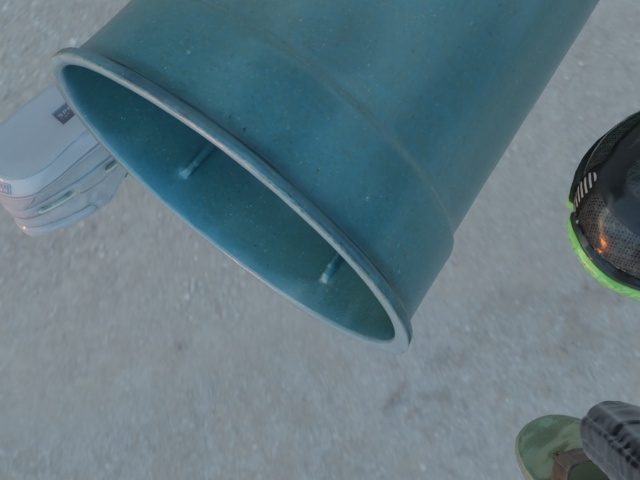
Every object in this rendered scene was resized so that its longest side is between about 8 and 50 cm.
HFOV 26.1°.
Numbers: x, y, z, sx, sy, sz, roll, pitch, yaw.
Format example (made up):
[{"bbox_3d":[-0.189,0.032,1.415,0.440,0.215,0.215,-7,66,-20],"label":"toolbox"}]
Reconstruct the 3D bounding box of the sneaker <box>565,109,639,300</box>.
[{"bbox_3d":[0.386,-0.081,0.856,0.482,0.185,0.202,-13,151,10],"label":"sneaker"}]

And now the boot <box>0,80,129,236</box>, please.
[{"bbox_3d":[-0.196,-0.111,1.284,0.258,0.123,0.095,-38,68,-15],"label":"boot"}]

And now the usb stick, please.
[{"bbox_3d":[0.196,0.131,0.727,0.077,0.278,0.045,22,92,-2],"label":"usb stick"}]

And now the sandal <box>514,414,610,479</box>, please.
[{"bbox_3d":[0.340,0.301,1.653,0.120,0.303,0.086,-38,130,-4],"label":"sandal"}]

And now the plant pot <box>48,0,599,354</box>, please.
[{"bbox_3d":[0.028,-0.149,1.068,0.341,0.341,0.334,41,78,-15],"label":"plant pot"}]
